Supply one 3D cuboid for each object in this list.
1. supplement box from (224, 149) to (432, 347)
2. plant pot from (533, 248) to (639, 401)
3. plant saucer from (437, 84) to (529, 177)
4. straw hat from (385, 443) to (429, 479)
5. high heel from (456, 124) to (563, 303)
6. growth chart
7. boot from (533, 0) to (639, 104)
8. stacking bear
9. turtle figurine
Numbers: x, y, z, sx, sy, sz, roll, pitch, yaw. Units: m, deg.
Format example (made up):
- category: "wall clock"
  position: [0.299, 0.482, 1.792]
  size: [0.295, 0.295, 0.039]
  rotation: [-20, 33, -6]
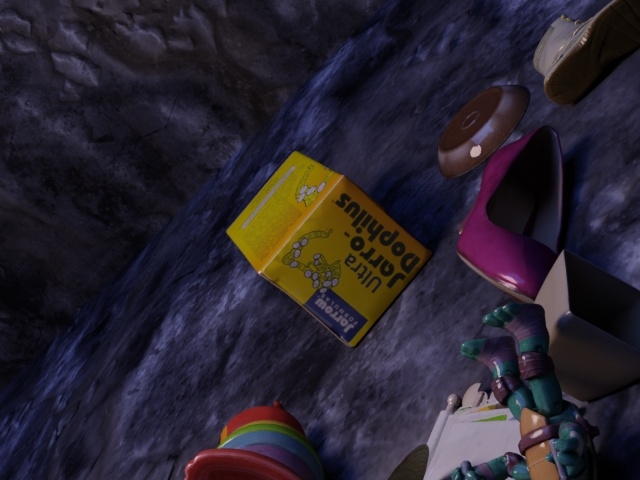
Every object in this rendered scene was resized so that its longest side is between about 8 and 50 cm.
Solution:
- category: "supplement box"
  position: [0.000, 0.000, 1.715]
  size: [0.195, 0.194, 0.356]
  rotation: [-50, 18, 0]
- category: "plant pot"
  position: [0.261, 0.095, 1.049]
  size: [0.096, 0.109, 0.109]
  rotation: [-55, 12, 33]
- category: "plant saucer"
  position: [0.258, -0.190, 1.741]
  size: [0.198, 0.036, 0.198]
  rotation: [-45, 18, 19]
- category: "straw hat"
  position: [0.096, 0.285, 1.076]
  size: [0.144, 0.061, 0.144]
  rotation: [-43, -28, -30]
- category: "high heel"
  position: [0.253, -0.041, 1.276]
  size: [0.181, 0.127, 0.377]
  rotation: [-57, 12, 13]
- category: "growth chart"
  position: [0.175, 0.223, 1.117]
  size: [0.172, 0.021, 0.237]
  rotation: [-57, 19, -22]
- category: "boot"
  position: [0.405, -0.310, 1.563]
  size: [0.213, 0.077, 0.165]
  rotation: [-46, 16, 20]
- category: "stacking bear"
  position: [-0.076, 0.300, 1.356]
  size: [0.289, 0.164, 0.175]
  rotation: [-89, 0, -79]
- category: "turtle figurine"
  position: [0.193, 0.184, 0.956]
  size: [0.175, 0.118, 0.234]
  rotation: [-44, 47, 45]
